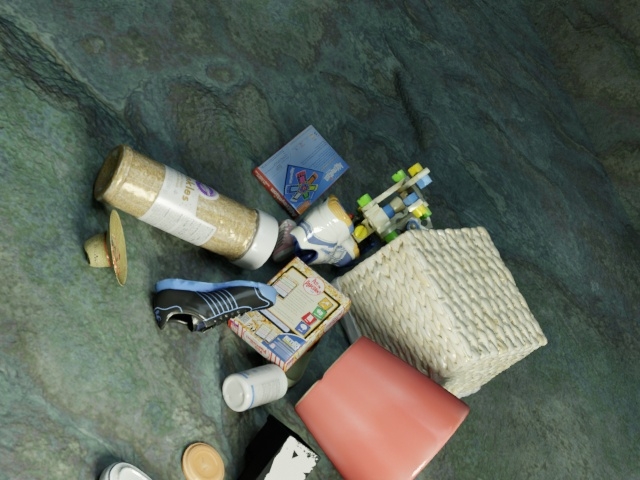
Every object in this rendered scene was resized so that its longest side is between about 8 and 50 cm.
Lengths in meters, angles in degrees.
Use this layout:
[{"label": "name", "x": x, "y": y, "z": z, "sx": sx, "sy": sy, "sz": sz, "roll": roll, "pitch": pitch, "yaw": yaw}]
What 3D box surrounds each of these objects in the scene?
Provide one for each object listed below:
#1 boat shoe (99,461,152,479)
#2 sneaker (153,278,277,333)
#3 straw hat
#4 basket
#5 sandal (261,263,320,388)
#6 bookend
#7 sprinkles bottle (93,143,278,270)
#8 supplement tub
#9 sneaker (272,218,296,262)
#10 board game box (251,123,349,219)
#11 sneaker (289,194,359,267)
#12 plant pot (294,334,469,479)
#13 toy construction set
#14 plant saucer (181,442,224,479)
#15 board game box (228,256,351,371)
[{"label": "boat shoe", "x": -0.234, "y": 0.440, "z": 1.540, "sx": 0.258, "sy": 0.084, "sz": 0.095, "roll": 48, "pitch": 37, "yaw": -5}, {"label": "sneaker", "x": -0.193, "y": 0.126, "z": 1.824, "sx": 0.232, "sy": 0.081, "sz": 0.090, "roll": 2, "pitch": 65, "yaw": -15}, {"label": "straw hat", "x": -0.388, "y": 0.017, "z": 1.755, "sx": 0.061, "sy": 0.144, "sz": 0.144, "roll": -8, "pitch": 56, "yaw": -1}, {"label": "basket", "x": 0.252, "y": 0.160, "z": 2.136, "sx": 0.328, "sy": 0.266, "sz": 0.331, "roll": -4, "pitch": 61, "yaw": -46}, {"label": "sandal", "x": -0.034, "y": 0.165, "z": 1.979, "sx": 0.120, "sy": 0.086, "sz": 0.302, "roll": 35, "pitch": 40, "yaw": -21}, {"label": "bookend", "x": -0.092, "y": 0.400, "z": 1.717, "sx": 0.072, "sy": 0.156, "sz": 0.157, "roll": 40, "pitch": 82, "yaw": -15}, {"label": "sprinkles bottle", "x": -0.255, "y": -0.060, "z": 1.913, "sx": 0.355, "sy": 0.121, "sz": 0.121, "roll": 26, "pitch": 43, "yaw": -29}, {"label": "supplement tub", "x": -0.121, "y": 0.270, "z": 1.815, "sx": 0.107, "sy": 0.071, "sz": 0.071, "roll": -7, "pitch": 65, "yaw": -49}, {"label": "sneaker", "x": -0.078, "y": -0.002, "z": 2.106, "sx": 0.070, "sy": 0.051, "sz": 0.134, "roll": 53, "pitch": 32, "yaw": 2}, {"label": "board game box", "x": -0.041, "y": -0.164, "z": 2.301, "sx": 0.145, "sy": 0.027, "sz": 0.281, "roll": 47, "pitch": 37, "yaw": -2}, {"label": "sneaker", "x": 0.000, "y": 0.000, "z": 2.088, "sx": 0.112, "sy": 0.131, "sz": 0.296, "roll": 55, "pitch": -5, "yaw": 21}, {"label": "plant pot", "x": 0.102, "y": 0.328, "z": 1.857, "sx": 0.243, "sy": 0.275, "sz": 0.275, "roll": 44, "pitch": 36, "yaw": 8}, {"label": "toy construction set", "x": 0.159, "y": -0.056, "z": 2.228, "sx": 0.151, "sy": 0.215, "sz": 0.327, "roll": 53, "pitch": -2, "yaw": 16}, {"label": "plant saucer", "x": -0.199, "y": 0.384, "z": 1.684, "sx": 0.083, "sy": 0.013, "sz": 0.083, "roll": 28, "pitch": 42, "yaw": -28}, {"label": "board game box", "x": -0.059, "y": 0.141, "z": 1.908, "sx": 0.147, "sy": 0.045, "sz": 0.193, "roll": 39, "pitch": 60, "yaw": 18}]
